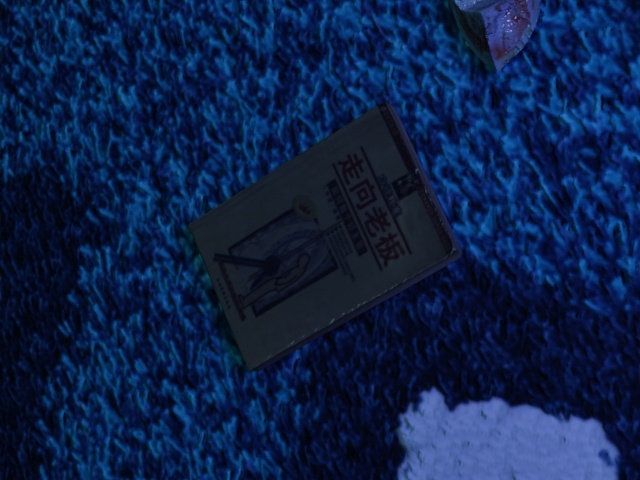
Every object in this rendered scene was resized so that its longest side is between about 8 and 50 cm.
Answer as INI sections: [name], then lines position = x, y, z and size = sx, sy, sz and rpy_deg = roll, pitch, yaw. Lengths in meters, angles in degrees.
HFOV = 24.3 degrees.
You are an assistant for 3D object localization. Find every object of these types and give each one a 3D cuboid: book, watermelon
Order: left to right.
[book]
position = 0.000, 0.000, 1.347
size = 0.231, 0.026, 0.161
rpy_deg = -31, 69, 20
[watermelon]
position = 0.141, -0.195, 1.280
size = 0.085, 0.061, 0.085
rpy_deg = -1, 87, 19
